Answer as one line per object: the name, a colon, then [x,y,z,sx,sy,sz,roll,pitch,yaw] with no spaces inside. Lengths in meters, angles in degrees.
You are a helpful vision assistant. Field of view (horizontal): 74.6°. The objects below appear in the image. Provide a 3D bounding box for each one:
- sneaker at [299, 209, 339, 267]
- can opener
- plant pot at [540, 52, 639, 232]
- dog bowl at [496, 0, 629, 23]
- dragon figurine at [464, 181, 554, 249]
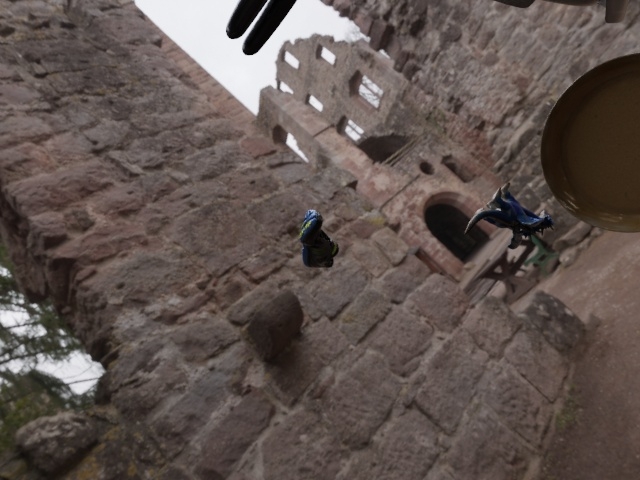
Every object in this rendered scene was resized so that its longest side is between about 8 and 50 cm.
sneaker: [0.000,0.000,0.847,0.188,0.078,0.067,84,-162,-59]
can opener: [-0.028,-0.261,0.396,0.059,0.073,0.186,20,-80,-50]
plant pot: [0.423,-0.129,0.578,0.032,0.237,0.236,-12,-31,-30]
dog bowl: [0.370,-0.482,0.725,0.348,0.348,0.102,-35,-31,-40]
dragon figurine: [0.417,-0.040,0.904,0.289,0.144,0.085,-23,-26,-52]
